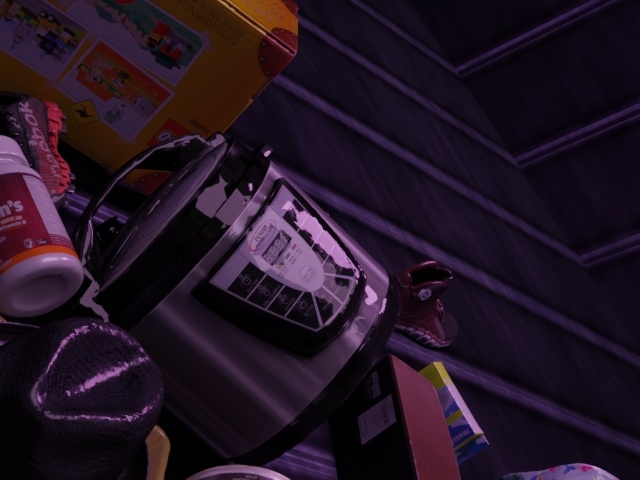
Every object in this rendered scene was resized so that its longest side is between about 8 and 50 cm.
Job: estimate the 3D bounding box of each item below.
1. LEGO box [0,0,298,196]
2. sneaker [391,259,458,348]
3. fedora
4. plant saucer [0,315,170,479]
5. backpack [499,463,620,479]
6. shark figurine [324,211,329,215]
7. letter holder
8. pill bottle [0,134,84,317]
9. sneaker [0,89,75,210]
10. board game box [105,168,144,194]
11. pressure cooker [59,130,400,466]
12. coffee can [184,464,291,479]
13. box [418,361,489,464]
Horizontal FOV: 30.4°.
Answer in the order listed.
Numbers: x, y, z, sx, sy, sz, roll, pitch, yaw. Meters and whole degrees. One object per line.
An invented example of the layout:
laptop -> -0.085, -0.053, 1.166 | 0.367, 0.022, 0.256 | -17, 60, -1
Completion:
LEGO box -> -0.339, -0.353, 1.886 | 0.500, 0.372, 0.193 | 35, 28, -23
sneaker -> 0.234, 0.126, 2.422 | 0.281, 0.162, 0.106 | 21, 37, -46
fedora -> -0.284, 0.183, 1.307 | 0.334, 0.152, 0.334 | 38, 26, -23
plant saucer -> -0.345, 0.269, 1.361 | 0.333, 0.081, 0.333 | 39, 27, -21
backpack -> 0.449, 0.513, 2.121 | 0.225, 0.253, 0.191 | 41, 45, -19
shark figurine -> -0.008, 0.009, 2.259 | 0.166, 0.116, 0.278 | 28, 30, -35
letter holder -> 0.154, 0.380, 1.945 | 0.214, 0.152, 0.302 | 35, 28, -31
pill bottle -> -0.394, -0.020, 1.500 | 0.121, 0.121, 0.221 | 11, 42, -53
sneaker -> -0.443, -0.127, 1.748 | 0.135, 0.097, 0.276 | 28, 30, -38
board game box -> -0.331, -0.125, 2.021 | 0.090, 0.020, 0.090 | 20, 37, -45
pressure cooker -> -0.148, 0.066, 1.653 | 0.420, 0.375, 0.370 | 44, 10, -11
coffee can -> -0.103, 0.431, 1.381 | 0.201, 0.201, 0.275 | 39, 26, -21
box -> 0.219, 0.327, 2.175 | 0.042, 0.109, 0.178 | 14, 42, -58
